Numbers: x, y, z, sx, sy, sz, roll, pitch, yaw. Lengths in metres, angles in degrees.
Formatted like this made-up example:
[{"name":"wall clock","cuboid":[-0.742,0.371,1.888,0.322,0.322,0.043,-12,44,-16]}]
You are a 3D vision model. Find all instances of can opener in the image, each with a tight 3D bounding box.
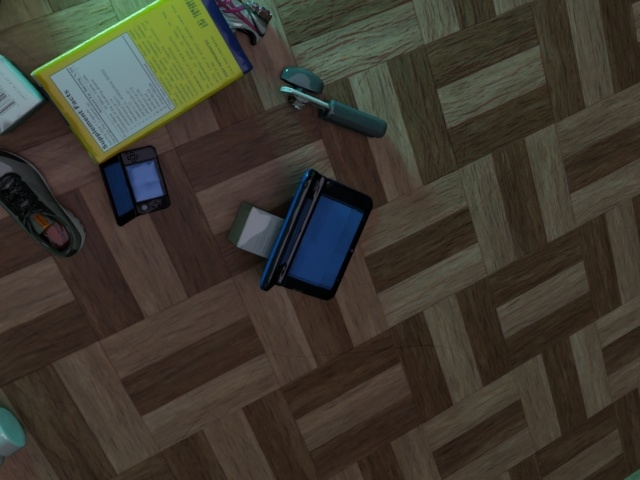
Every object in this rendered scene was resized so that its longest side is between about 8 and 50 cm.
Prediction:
[{"name":"can opener","cuboid":[0.034,-0.317,1.392,0.280,0.074,0.093,21,94,-24]}]

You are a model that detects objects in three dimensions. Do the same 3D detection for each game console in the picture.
[{"name":"game console","cuboid":[-0.393,-0.118,1.268,0.124,0.085,0.144,-17,109,-17]},{"name":"game console","cuboid":[0.000,0.000,1.409,0.173,0.250,0.293,22,94,2]}]

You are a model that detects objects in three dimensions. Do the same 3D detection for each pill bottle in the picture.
[{"name":"pill bottle","cuboid":[-0.751,0.457,1.247,0.221,0.121,0.121,-33,112,-11]}]

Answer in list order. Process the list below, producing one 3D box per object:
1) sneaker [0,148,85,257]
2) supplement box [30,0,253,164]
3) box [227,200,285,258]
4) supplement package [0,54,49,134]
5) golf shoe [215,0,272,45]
[{"name":"sneaker","cuboid":[-0.581,-0.074,1.195,0.100,0.108,0.271,-41,112,-6]},{"name":"supplement box","cuboid":[-0.348,-0.332,1.175,0.356,0.195,0.194,-35,112,-11]},{"name":"box","cuboid":[-0.150,-0.025,1.376,0.087,0.101,0.102,21,93,-24]},{"name":"supplement package","cuboid":[-0.588,-0.268,1.105,0.105,0.179,0.105,-42,114,-7]},{"name":"golf shoe","cuboid":[-0.197,-0.488,1.265,0.186,0.067,0.086,22,96,-24]}]
